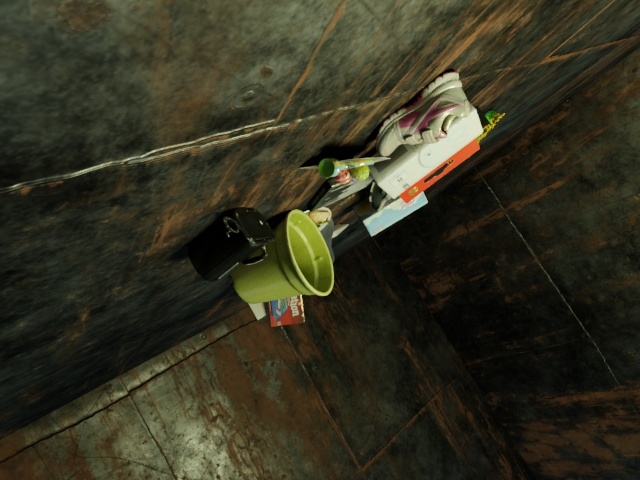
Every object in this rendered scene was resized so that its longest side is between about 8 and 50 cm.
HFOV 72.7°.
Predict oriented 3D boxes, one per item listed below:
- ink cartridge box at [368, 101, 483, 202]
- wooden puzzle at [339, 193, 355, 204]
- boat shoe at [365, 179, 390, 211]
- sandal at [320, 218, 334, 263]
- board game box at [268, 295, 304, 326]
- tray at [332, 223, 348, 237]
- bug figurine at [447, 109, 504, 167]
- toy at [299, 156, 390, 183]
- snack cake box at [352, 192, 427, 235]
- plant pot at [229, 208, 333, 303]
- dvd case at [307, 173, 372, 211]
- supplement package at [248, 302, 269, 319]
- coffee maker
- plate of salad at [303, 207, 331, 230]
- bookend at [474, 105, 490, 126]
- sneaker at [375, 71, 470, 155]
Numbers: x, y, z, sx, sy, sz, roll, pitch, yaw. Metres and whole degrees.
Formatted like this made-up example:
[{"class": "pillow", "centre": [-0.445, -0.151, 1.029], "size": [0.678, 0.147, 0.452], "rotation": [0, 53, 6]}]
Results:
[{"class": "ink cartridge box", "centre": [0.337, -0.229, 1.293], "size": [0.308, 0.091, 0.385], "rotation": [-38, 152, 16]}, {"class": "wooden puzzle", "centre": [0.099, -0.151, 1.622], "size": [0.049, 0.006, 0.083], "rotation": [-23, 169, -49]}, {"class": "boat shoe", "centre": [0.213, -0.185, 1.562], "size": [0.114, 0.091, 0.302], "rotation": [-61, 177, -13]}, {"class": "sandal", "centre": [-0.001, 0.001, 1.645], "size": [0.097, 0.054, 0.255], "rotation": [-23, 133, -24]}, {"class": "board game box", "centre": [-0.153, 0.215, 1.826], "size": [0.145, 0.282, 0.027], "rotation": [-7, -176, -5]}, {"class": "tray", "centre": [0.000, -0.009, 2.059], "size": [0.270, 0.030, 0.145], "rotation": [-27, 171, -29]}, {"class": "bug figurine", "centre": [0.552, -0.390, 1.621], "size": [0.216, 0.072, 0.279], "rotation": [-35, 169, -20]}, {"class": "toy", "centre": [0.068, -0.167, 1.050], "size": [0.136, 0.056, 0.237], "rotation": [-4, -176, 30]}, {"class": "snack cake box", "centre": [0.278, -0.147, 1.768], "size": [0.264, 0.089, 0.152], "rotation": [-32, -150, 3]}, {"class": "plant pot", "centre": [-0.134, 0.076, 1.356], "size": [0.253, 0.276, 0.276], "rotation": [-21, 177, 22]}, {"class": "dvd case", "centre": [0.086, -0.174, 1.337], "size": [0.238, 0.030, 0.179], "rotation": [-28, 172, -29]}, {"class": "supplement package", "centre": [-0.202, 0.199, 1.950], "size": [0.262, 0.199, 0.198], "rotation": [-31, 173, -2]}, {"class": "coffee maker", "centre": [-0.228, 0.006, 1.031], "size": [0.178, 0.120, 0.171], "rotation": [-36, 148, 22]}, {"class": "plate of salad", "centre": [-0.046, -0.041, 1.474], "size": [0.199, 0.048, 0.200], "rotation": [-26, 157, -12]}, {"class": "bookend", "centre": [0.446, -0.352, 1.440], "size": [0.157, 0.072, 0.156], "rotation": [-27, 170, -30]}, {"class": "sneaker", "centre": [0.236, -0.267, 1.013], "size": [0.252, 0.111, 0.103], "rotation": [-37, 171, 37]}]
